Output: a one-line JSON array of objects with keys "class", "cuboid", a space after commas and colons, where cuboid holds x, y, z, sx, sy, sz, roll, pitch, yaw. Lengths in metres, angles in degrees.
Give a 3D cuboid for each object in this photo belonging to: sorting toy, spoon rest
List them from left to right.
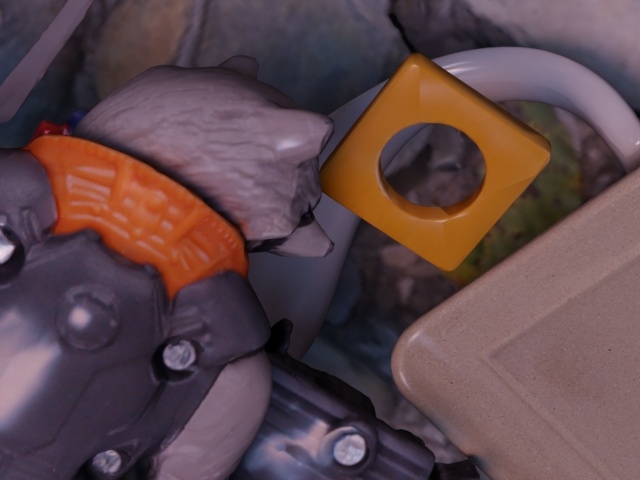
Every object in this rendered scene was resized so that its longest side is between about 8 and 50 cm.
[{"class": "spoon rest", "cuboid": [0.000, 0.000, 0.729, 0.276, 0.137, 0.084, -27, 66, 10]}, {"class": "sorting toy", "cuboid": [0.153, 0.043, 0.676, 0.196, 0.047, 0.348, -38, 109, 25]}]

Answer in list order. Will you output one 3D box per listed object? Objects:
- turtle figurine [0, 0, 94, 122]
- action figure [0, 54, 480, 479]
[{"class": "turtle figurine", "cuboid": [-0.058, -0.185, 0.623, 0.266, 0.274, 0.198, -20, 129, 13]}, {"class": "action figure", "cuboid": [-0.069, 0.099, 0.593, 0.341, 0.178, 0.330, 24, 93, -11]}]
